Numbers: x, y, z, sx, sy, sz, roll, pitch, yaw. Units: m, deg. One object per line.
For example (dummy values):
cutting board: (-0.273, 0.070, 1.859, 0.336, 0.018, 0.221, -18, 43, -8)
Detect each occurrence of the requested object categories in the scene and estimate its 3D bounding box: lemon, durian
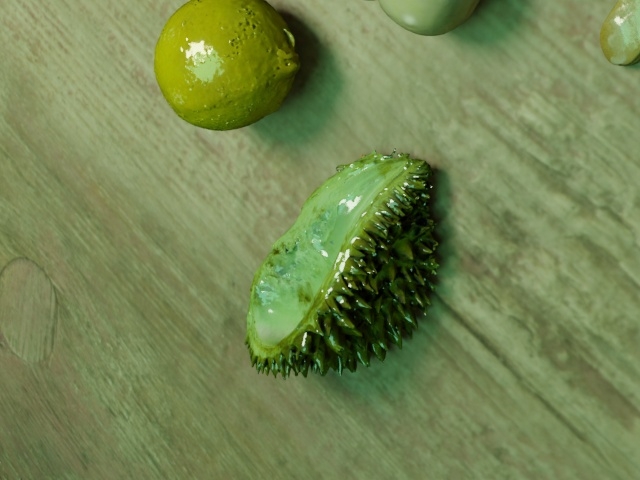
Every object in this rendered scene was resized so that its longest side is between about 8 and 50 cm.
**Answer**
lemon: (-0.116, -0.225, 1.052, 0.206, 0.173, 0.174, 0, 106, 28)
durian: (0.034, 0.048, 1.090, 0.394, 0.163, 0.198, -57, 39, 30)

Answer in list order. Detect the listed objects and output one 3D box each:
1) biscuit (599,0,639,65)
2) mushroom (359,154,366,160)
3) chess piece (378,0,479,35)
biscuit: (0.372, -0.242, 0.767, 0.234, 0.030, 0.153, 3, 110, 37)
mushroom: (0.006, 0.001, 1.139, 0.026, 0.028, 0.286, -102, 33, -49)
chess piece: (0.050, -0.342, 0.910, 0.299, 0.167, 0.167, 38, 125, 13)
